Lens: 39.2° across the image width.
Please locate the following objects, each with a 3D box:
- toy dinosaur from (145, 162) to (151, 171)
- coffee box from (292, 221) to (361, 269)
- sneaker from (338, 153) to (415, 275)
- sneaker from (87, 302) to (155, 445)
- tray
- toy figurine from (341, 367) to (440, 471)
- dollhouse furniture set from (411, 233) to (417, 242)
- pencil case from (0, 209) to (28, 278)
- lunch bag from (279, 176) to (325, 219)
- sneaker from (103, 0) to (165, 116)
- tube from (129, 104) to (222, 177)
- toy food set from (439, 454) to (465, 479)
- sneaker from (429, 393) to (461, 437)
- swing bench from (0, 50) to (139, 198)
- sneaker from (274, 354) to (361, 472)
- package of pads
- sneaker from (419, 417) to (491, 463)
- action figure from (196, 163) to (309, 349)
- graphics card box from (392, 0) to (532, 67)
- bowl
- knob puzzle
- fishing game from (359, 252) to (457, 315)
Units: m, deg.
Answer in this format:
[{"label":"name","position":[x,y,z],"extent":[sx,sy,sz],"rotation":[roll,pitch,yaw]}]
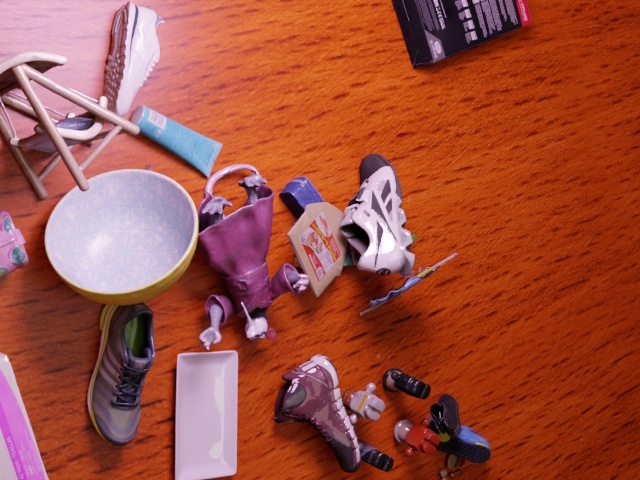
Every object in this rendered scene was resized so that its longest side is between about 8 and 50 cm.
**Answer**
[{"label":"toy dinosaur","position":[-0.346,-0.112,1.843],"extent":[0.082,0.047,0.090],"rotation":[-1,101,-15]},{"label":"coffee box","position":[0.024,0.008,2.081],"extent":[0.184,0.040,0.113],"rotation":[-2,92,-33]},{"label":"sneaker","position":[0.108,-0.069,2.034],"extent":[0.146,0.122,0.331],"rotation":[0,52,-15]},{"label":"sneaker","position":[-0.386,0.256,1.768],"extent":[0.111,0.121,0.300],"rotation":[3,88,-33]},{"label":"tray","position":[-0.246,0.372,1.913],"extent":[0.145,0.030,0.270],"rotation":[1,90,-32]},{"label":"toy figurine","position":[0.158,0.421,2.116],"extent":[0.209,0.148,0.213],"rotation":[-18,102,-26]},{"label":"dollhouse furniture set","position":[0.161,-0.041,2.160],"extent":[0.152,0.058,0.076],"rotation":[49,66,-23]},{"label":"pencil case","position":[-0.668,0.047,1.586],"extent":[0.284,0.124,0.124],"rotation":[-25,103,-31]},{"label":"lunch bag","position":[-0.036,-0.094,2.027],"extent":[0.065,0.067,0.098],"rotation":[-47,115,-23]},{"label":"sneaker","position":[-0.371,-0.356,1.803],"extent":[0.095,0.090,0.235],"rotation":[15,83,-42]},{"label":"tube","position":[-0.298,-0.212,1.871],"extent":[0.207,0.052,0.080],"rotation":[29,79,-35]},{"label":"toy food set","position":[0.336,0.596,2.301],"extent":[0.078,0.019,0.122],"rotation":[46,59,-25]},{"label":"sneaker","position":[0.302,0.419,2.202],"extent":[0.051,0.170,0.089],"rotation":[-35,118,17]},{"label":"swing bench","position":[-0.505,-0.221,1.611],"extent":[0.255,0.253,0.165],"rotation":[47,66,-25]},{"label":"sneaker","position":[-0.021,0.413,2.030],"extent":[0.162,0.106,0.281],"rotation":[-19,91,-25]},{"label":"package of pads","position":[-0.639,0.378,1.616],"extent":[0.229,0.101,0.297],"rotation":[-22,101,-32]},{"label":"sneaker","position":[0.336,0.496,2.282],"extent":[0.209,0.082,0.069],"rotation":[26,109,-14]},{"label":"action figure","position":[-0.177,0.063,1.900],"extent":[0.248,0.276,0.370],"rotation":[-17,120,-14]},{"label":"graphics card box","position":[0.356,-0.601,2.266],"extent":[0.371,0.094,0.233],"rotation":[-28,105,-31]},{"label":"bowl","position":[-0.372,0.020,1.737],"extent":[0.289,0.289,0.156],"rotation":[-42,155,-26]},{"label":"knob puzzle","position":[0.000,0.000,2.010],"extent":[0.213,0.030,0.213],"rotation":[2,87,-53]},{"label":"fishing game","position":[0.189,0.100,2.073],"extent":[0.189,0.264,0.041],"rotation":[-27,82,-33]}]
